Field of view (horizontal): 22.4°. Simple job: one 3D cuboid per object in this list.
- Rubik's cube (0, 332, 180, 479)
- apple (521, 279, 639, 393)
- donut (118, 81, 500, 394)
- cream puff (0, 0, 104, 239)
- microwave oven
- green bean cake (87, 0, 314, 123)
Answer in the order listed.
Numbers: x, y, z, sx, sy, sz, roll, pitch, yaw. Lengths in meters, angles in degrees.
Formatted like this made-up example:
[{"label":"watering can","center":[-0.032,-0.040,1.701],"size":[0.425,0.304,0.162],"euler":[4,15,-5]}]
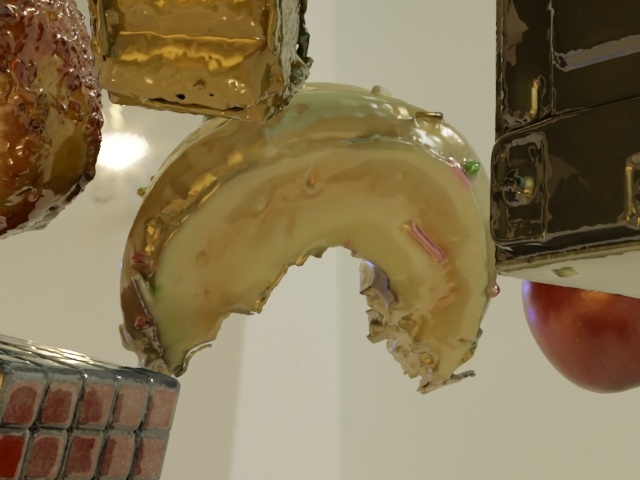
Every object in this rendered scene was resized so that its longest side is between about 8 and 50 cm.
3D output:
[{"label":"Rubik's cube","center":[-0.296,0.196,1.372],"size":[0.237,0.237,0.238],"euler":[12,-93,33]},{"label":"apple","center":[0.290,0.062,1.602],"size":[0.181,0.168,0.181],"euler":[-17,-168,4]},{"label":"donut","center":[-0.006,-0.007,1.520],"size":[0.371,0.307,0.150],"euler":[3,-155,-20]},{"label":"cream puff","center":[-0.345,-0.159,1.434],"size":[0.350,0.350,0.228],"euler":[-16,-147,25]},{"label":"microwave oven","center":[0.285,-0.175,1.074],"size":[0.247,0.394,0.333],"euler":[10,166,-41]},{"label":"green bean cake","center":[-0.069,-0.199,0.986],"size":[0.131,0.229,0.224],"euler":[3,-165,4]}]
